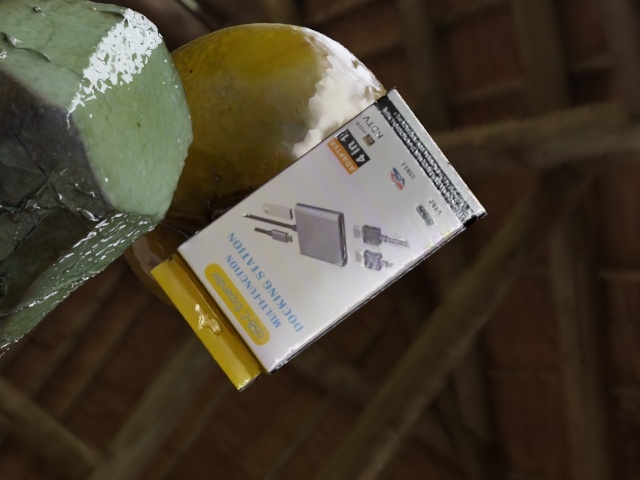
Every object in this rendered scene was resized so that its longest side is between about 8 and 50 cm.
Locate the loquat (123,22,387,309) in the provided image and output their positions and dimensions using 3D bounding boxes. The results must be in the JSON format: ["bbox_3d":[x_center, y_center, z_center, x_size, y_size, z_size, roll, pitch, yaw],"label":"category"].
[{"bbox_3d":[-0.057,-0.075,1.928,0.328,0.328,0.359,-43,-169,24],"label":"loquat"}]

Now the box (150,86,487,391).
[{"bbox_3d":[0.000,0.000,1.446,0.247,0.129,0.033,-37,-179,-8],"label":"box"}]

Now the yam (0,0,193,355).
[{"bbox_3d":[-0.225,-0.038,1.221,0.271,0.201,0.202,-26,-148,25],"label":"yam"}]
